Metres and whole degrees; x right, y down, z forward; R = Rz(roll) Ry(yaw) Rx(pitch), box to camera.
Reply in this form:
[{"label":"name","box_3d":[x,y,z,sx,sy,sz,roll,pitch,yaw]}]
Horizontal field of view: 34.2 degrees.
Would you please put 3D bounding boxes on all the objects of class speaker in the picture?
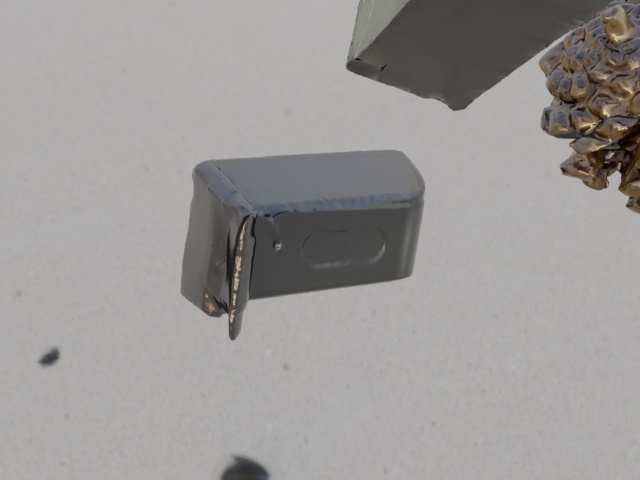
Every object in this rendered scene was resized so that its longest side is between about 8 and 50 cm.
[{"label":"speaker","box_3d":[0.000,0.000,1.266,0.388,0.180,0.184,-7,23,-40]}]

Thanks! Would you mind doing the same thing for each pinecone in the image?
[{"label":"pinecone","box_3d":[0.345,-0.131,0.985,0.257,0.243,0.243,26,41,-8]}]

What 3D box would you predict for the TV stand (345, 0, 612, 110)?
[{"label":"TV stand","box_3d":[0.103,-0.158,0.539,0.088,0.269,0.082,15,73,-15]}]
